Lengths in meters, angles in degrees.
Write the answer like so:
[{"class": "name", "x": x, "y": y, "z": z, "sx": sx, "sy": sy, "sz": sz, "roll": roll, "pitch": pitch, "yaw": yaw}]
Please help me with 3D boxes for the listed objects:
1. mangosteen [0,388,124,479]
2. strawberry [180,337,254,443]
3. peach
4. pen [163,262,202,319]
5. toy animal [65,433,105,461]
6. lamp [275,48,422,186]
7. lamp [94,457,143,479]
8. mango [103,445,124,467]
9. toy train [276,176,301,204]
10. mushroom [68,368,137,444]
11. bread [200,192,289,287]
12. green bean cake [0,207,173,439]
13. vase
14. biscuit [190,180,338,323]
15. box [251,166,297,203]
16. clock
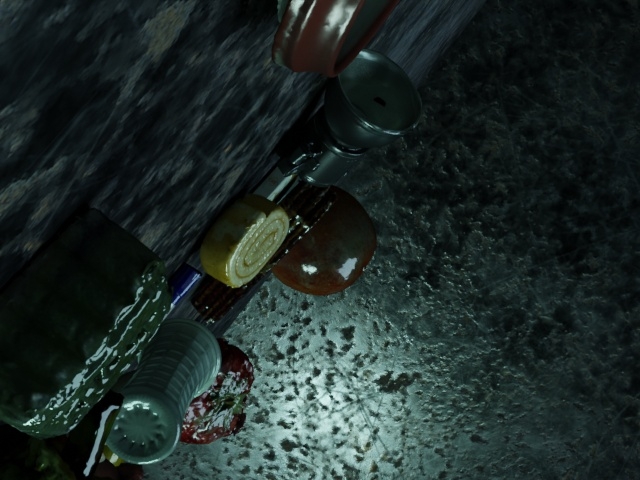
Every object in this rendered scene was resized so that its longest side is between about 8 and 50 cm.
[{"class": "mangosteen", "x": -0.275, "y": 0.267, "z": 0.823, "sx": 0.289, "sy": 0.231, "sz": 0.231, "roll": -59, "pitch": 177, "yaw": 10}, {"class": "strawberry", "x": -0.299, "y": 0.351, "z": 2.081, "sx": 0.274, "sy": 0.220, "sz": 0.274, "roll": -21, "pitch": 123, "yaw": -36}, {"class": "peach", "x": 0.000, "y": 0.000, "z": 1.939, "sx": 0.252, "sy": 0.252, "sz": 0.252, "roll": -51, "pitch": 178, "yaw": -3}, {"class": "pen", "x": -0.272, "y": 0.144, "z": 1.304, "sx": 0.269, "sy": 0.033, "sz": 0.033, "roll": -51, "pitch": 178, "yaw": -4}, {"class": "toy animal", "x": -0.397, "y": 0.342, "z": 1.340, "sx": 0.150, "sy": 0.089, "sz": 0.083, "roll": -41, "pitch": -172, "yaw": 41}, {"class": "lamp", "x": 0.023, "y": -0.158, "z": 1.320, "sx": 0.172, "sy": 0.147, "sz": 0.227, "roll": -31, "pitch": 172, "yaw": -43}, {"class": "lamp", "x": -0.432, "y": 0.460, "z": 1.583, "sx": 0.223, "sy": 0.215, "sz": 0.151, "roll": 49, "pitch": 43, "yaw": -57}, {"class": "mango", "x": -0.426, "y": 0.404, "z": 1.787, "sx": 0.195, "sy": 0.092, "sz": 0.130, "roll": -60, "pitch": 176, "yaw": 0}, {"class": "toy train", "x": -0.006, "y": -0.145, "z": 1.802, "sx": 0.234, "sy": 0.051, "sz": 0.052, "roll": -54, "pitch": 180, "yaw": -34}, {"class": "mushroom", "x": -0.329, "y": 0.281, "z": 1.496, "sx": 0.212, "sy": 0.097, "sz": 0.088, "roll": -32, "pitch": 137, "yaw": -53}, {"class": "bread", "x": -0.110, "y": -0.002, "z": 1.315, "sx": 0.149, "sy": 0.073, "sz": 0.122, "roll": -52, "pitch": 154, "yaw": -18}, {"class": "green bean cake", "x": -0.206, "y": 0.079, "z": 0.732, "sx": 0.181, "sy": 0.094, "sz": 0.173, "roll": -52, "pitch": 177, "yaw": -18}, {"class": "vase", "x": -0.241, "y": 0.226, "z": 1.335, "sx": 0.143, "sy": 0.143, "sz": 0.299, "roll": -52, "pitch": -175, "yaw": 10}, {"class": "biscuit", "x": -0.112, "y": 0.024, "z": 1.589, "sx": 0.388, "sy": 0.073, "sz": 0.107, "roll": -45, "pitch": -177, "yaw": 44}, {"class": "box", "x": -0.105, "y": -0.055, "z": 1.448, "sx": 0.220, "sy": 0.032, "sz": 0.122, "roll": -50, "pitch": 177, "yaw": -25}, {"class": "clock", "x": 0.058, "y": -0.269, "z": 0.691, "sx": 0.318, "sy": 0.080, "sz": 0.318, "roll": -56, "pitch": 180, "yaw": 0}]
